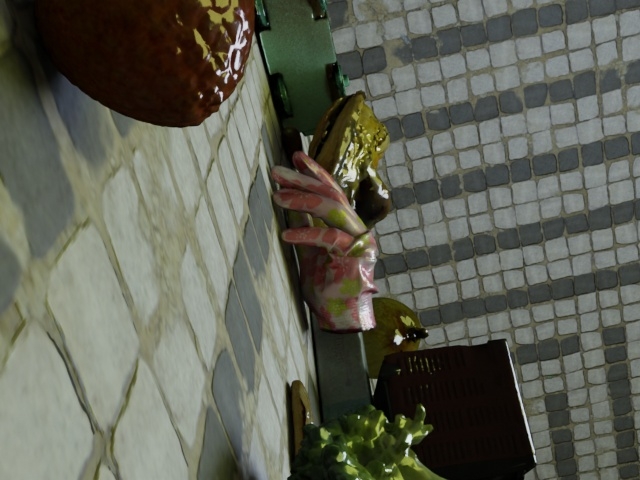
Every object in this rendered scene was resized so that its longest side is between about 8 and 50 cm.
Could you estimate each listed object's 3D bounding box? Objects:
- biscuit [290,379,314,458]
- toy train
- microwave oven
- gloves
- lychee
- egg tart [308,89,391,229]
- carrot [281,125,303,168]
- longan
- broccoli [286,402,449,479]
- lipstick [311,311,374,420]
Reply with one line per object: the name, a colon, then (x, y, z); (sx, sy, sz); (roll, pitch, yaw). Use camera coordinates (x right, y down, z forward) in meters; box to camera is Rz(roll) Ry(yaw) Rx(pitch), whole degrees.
biscuit: (-0.015, 0.202, 0.806); (0.147, 0.018, 0.071); (-99, 176, -51)
toy train: (-0.036, -0.335, 1.325); (0.159, 0.129, 0.326); (-98, 174, -62)
microwave oven: (0.166, 0.262, 1.102); (0.247, 0.178, 0.188); (91, -7, -65)
gloves: (0.012, -0.001, 1.078); (0.145, 0.126, 0.241); (-16, 100, -82)
lychee: (-0.083, -0.120, 0.374); (0.114, 0.101, 0.140); (-31, 114, -75)
egg tart: (0.053, -0.090, 1.276); (0.297, 0.132, 0.297); (14, 90, -83)
carrot: (-0.043, -0.149, 1.321); (0.093, 0.032, 0.032); (78, 2, -59)
longan: (0.113, 0.172, 1.454); (0.145, 0.176, 0.154); (45, 50, -34)
broccoli: (0.089, 0.245, 0.558); (0.247, 0.243, 0.263); (163, -81, -82)
lipstick: (0.029, 0.156, 1.129); (0.317, 0.066, 0.068); (-97, 173, -48)
